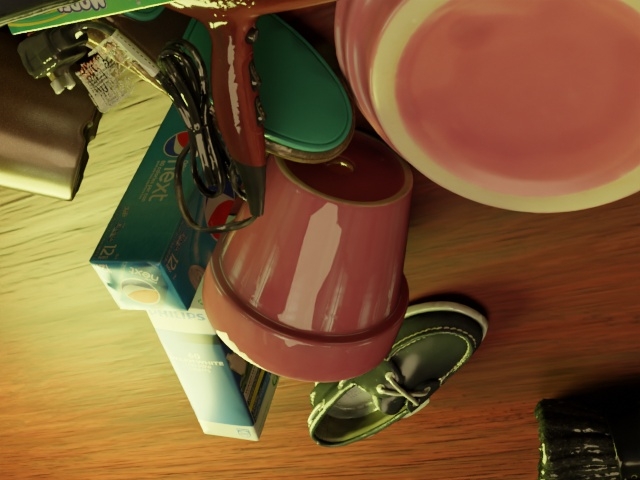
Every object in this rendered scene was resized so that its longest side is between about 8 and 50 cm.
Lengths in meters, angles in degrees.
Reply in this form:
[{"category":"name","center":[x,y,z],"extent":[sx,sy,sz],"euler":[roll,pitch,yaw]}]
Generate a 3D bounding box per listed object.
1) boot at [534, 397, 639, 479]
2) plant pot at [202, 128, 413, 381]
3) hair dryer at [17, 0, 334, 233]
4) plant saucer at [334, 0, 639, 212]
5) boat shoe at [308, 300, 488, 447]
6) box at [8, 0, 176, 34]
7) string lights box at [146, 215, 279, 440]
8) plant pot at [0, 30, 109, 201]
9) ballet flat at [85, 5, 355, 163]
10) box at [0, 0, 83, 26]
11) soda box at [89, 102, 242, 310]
[{"category":"boot","center":[0.364,0.194,0.995],"extent":[0.260,0.131,0.348],"euler":[7,141,13]},{"category":"plant pot","center":[0.000,0.000,0.863],"extent":[0.201,0.201,0.180],"euler":[17,127,0]},{"category":"hair dryer","center":[-0.062,-0.143,0.668],"extent":[0.223,0.080,0.293],"euler":[43,132,-20]},{"category":"plant saucer","center":[0.168,-0.134,0.716],"extent":[0.332,0.084,0.332],"euler":[11,141,9]},{"category":"boat shoe","center":[0.086,0.169,1.099],"extent":[0.114,0.091,0.302],"euler":[28,140,-14]},{"category":"box","center":[-0.087,-0.162,0.527],"extent":[0.179,0.105,0.043],"euler":[-3,116,33]},{"category":"string lights box","center":[-0.113,0.104,1.062],"extent":[0.076,0.133,0.260],"euler":[5,140,16]},{"category":"plant pot","center":[-0.292,-0.119,0.855],"extent":[0.165,0.167,0.167],"euler":[16,142,-11]},{"category":"ballet flat","center":[-0.130,-0.168,0.779],"extent":[0.342,0.116,0.124],"euler":[29,160,-14]},{"category":"box","center":[-0.149,-0.257,0.430],"extent":[0.294,0.296,0.183],"euler":[-21,138,-9]},{"category":"soda box","center":[-0.127,-0.037,0.837],"extent":[0.071,0.210,0.067],"euler":[0,139,21]}]
